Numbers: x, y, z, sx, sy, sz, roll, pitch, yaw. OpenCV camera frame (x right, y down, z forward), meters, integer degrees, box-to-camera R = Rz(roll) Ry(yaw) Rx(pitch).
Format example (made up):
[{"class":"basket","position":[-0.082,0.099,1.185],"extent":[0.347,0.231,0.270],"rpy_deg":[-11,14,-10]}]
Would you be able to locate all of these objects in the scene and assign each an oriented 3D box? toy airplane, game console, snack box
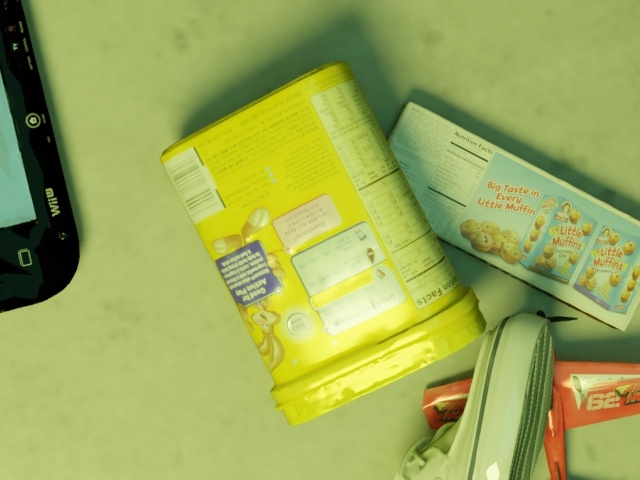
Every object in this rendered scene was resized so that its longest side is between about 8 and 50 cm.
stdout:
[{"class":"toy airplane","position":[0.140,0.116,0.902],"extent":[0.151,0.028,0.151],"rpy_deg":[0,90,9]},{"class":"game console","position":[-0.207,-0.138,0.849],"extent":[0.213,0.044,0.361],"rpy_deg":[-13,93,-7]},{"class":"snack box","position":[0.115,-0.014,0.902],"extent":[0.178,0.022,0.064],"rpy_deg":[27,88,-7]}]

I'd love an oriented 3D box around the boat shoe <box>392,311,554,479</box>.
[{"class":"boat shoe","position":[0.073,0.146,0.858],"extent":[0.075,0.083,0.226],"rpy_deg":[14,98,20]}]

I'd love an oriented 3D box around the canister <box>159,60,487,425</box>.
[{"class":"canister","position":[0.000,0.000,0.853],"extent":[0.126,0.073,0.170],"rpy_deg":[-26,93,13]}]
